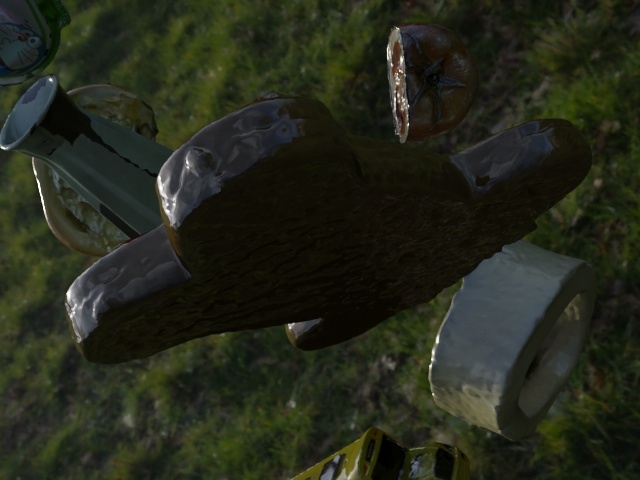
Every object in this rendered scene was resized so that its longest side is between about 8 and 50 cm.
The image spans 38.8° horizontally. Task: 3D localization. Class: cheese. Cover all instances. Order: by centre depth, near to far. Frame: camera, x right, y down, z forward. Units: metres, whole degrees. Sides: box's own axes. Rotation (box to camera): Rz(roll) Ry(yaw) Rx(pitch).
[{"bbox_3d":[-0.536,-0.306,1.375,0.320,0.204,0.083,-19,43,7],"label":"cheese"},{"bbox_3d":[0.313,0.167,1.470,0.153,0.332,0.292,23,135,32],"label":"cheese"}]

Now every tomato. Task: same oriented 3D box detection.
[{"bbox_3d":[0.208,-0.289,1.650,0.181,0.155,0.214,-153,57,-79],"label":"tomato"}]

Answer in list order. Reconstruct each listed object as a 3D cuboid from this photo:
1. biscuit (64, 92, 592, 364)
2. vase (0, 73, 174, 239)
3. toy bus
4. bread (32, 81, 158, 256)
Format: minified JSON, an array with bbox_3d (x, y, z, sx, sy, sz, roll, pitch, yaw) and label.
[{"bbox_3d":[0.000,0.000,0.760,0.368,0.394,0.076,-41,62,44],"label":"biscuit"},{"bbox_3d":[-0.253,-0.076,1.248,0.165,0.360,0.165,-28,43,31],"label":"vase"},{"bbox_3d":[0.046,0.375,1.268,0.331,0.151,0.145,-37,11,26],"label":"toy bus"},{"bbox_3d":[-0.413,-0.128,1.635,0.270,0.211,0.315,-154,63,-64],"label":"bread"}]
